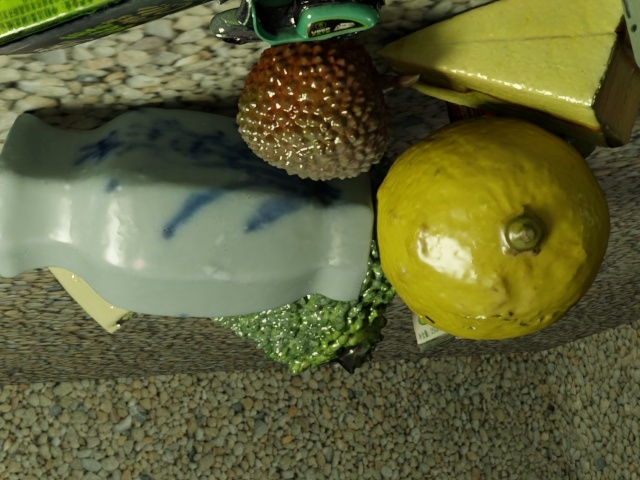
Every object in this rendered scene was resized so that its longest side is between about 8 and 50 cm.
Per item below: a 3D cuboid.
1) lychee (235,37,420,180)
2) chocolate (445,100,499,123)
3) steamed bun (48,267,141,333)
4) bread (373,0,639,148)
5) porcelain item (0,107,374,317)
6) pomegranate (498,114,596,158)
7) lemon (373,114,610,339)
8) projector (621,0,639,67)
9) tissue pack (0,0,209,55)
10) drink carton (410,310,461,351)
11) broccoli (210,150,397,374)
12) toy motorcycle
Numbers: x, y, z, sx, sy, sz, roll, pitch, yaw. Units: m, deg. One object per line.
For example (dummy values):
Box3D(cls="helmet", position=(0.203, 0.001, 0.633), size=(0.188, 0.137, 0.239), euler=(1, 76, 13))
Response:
Box3D(cls="lychee", position=(0.008, -0.142, 1.162), size=(0.197, 0.165, 0.165), euler=(-19, 164, 11))
Box3D(cls="chocolate", position=(0.190, -0.170, 1.404), size=(0.086, 0.028, 0.182), euler=(-14, 154, 12))
Box3D(cls="steamed bun", position=(-0.240, -0.008, 1.510), size=(0.225, 0.200, 0.170), euler=(-26, -163, 44))
Box3D(cls="bread", position=(0.217, -0.221, 1.216), size=(0.264, 0.163, 0.168), euler=(20, 178, 24))
Box3D(cls="porcelain item", position=(-0.150, -0.031, 1.283), size=(0.405, 0.242, 0.178), euler=(7, 123, -7))
Box3D(cls="pomegranate", position=(0.280, -0.161, 1.359), size=(0.129, 0.129, 0.159), euler=(-22, -156, 43))
Box3D(cls="lemon", position=(0.182, -0.014, 1.248), size=(0.261, 0.260, 0.284), euler=(0, 170, -28))
Box3D(cls="projector", position=(0.370, -0.233, 0.935), size=(0.251, 0.198, 0.108), euler=(-2, 165, -19))
Box3D(cls="tissue pack", position=(-0.150, -0.210, 0.901), size=(0.236, 0.073, 0.173), euler=(-13, -173, 18))
Box3D(cls="drink carton", position=(0.188, 0.010, 1.615), size=(0.108, 0.271, 0.161), euler=(-5, 164, -27))
Box3D(cls="broccoli", position=(-0.015, 0.018, 1.546), size=(0.277, 0.338, 0.317), euler=(21, -173, -1))
Box3D(cls="toy motorcycle", position=(-0.020, -0.221, 1.050), size=(0.173, 0.058, 0.100), euler=(-10, 158, 2))
